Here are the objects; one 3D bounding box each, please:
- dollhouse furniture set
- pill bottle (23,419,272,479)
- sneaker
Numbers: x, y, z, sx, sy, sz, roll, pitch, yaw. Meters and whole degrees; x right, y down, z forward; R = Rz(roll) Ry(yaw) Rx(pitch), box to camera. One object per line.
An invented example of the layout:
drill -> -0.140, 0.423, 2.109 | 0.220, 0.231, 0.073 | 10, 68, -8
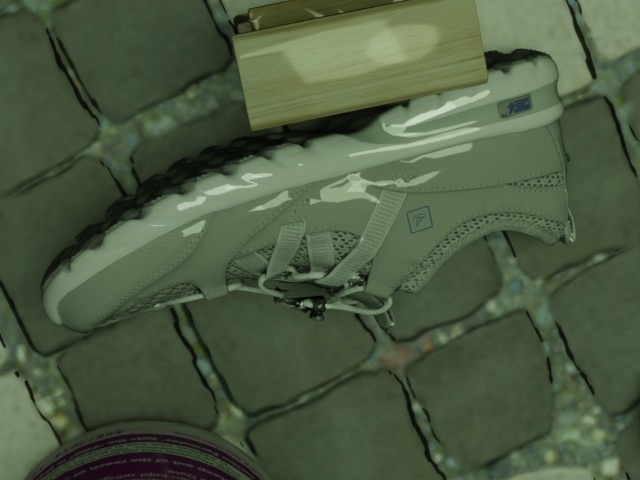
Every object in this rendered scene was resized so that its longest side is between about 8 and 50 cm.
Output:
dollhouse furniture set -> -0.007, -0.187, 0.871 | 0.212, 0.161, 0.242 | -12, 100, -2
pill bottle -> -0.081, 0.199, 0.859 | 0.169, 0.301, 0.169 | -1, 100, -4
sneaker -> 0.000, 0.000, 0.931 | 0.281, 0.105, 0.115 | -19, 100, -1
